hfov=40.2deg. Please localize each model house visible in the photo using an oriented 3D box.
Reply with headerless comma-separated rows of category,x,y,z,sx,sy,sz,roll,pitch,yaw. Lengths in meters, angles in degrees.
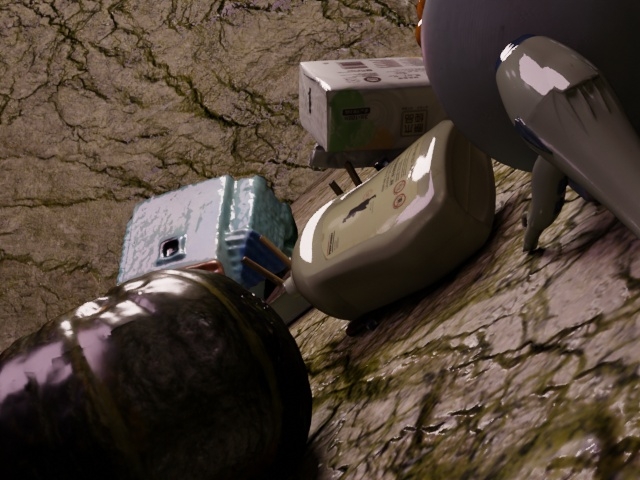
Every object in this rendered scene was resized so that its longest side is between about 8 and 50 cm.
model house,-0.194,0.101,1.436,0.294,0.252,0.329,-16,43,23

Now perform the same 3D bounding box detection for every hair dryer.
hair dryer,0.172,-0.019,0.572,0.067,0.199,0.167,-21,43,-10

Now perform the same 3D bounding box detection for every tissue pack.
tissue pack,0.096,-0.167,1.199,0.229,0.145,0.159,-6,25,-13

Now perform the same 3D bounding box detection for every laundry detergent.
laundry detergent,0.055,-0.007,0.888,0.253,0.091,0.181,-34,31,37

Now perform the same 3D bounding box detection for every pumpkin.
pumpkin,-0.162,0.152,0.711,0.320,0.192,0.320,-30,-11,-6

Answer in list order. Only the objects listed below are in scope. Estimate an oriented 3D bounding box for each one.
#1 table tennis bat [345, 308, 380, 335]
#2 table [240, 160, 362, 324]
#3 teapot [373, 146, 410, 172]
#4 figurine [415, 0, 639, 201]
table tennis bat,0.046,0.081,0.897,0.050,0.007,0.083,-44,5,-1
table,0.000,0.000,1.194,0.240,0.111,0.121,-40,8,31
teapot,0.101,-0.061,1.043,0.087,0.096,0.177,-36,10,47
figurine,0.233,-0.219,0.731,0.205,0.224,0.382,-31,14,46
